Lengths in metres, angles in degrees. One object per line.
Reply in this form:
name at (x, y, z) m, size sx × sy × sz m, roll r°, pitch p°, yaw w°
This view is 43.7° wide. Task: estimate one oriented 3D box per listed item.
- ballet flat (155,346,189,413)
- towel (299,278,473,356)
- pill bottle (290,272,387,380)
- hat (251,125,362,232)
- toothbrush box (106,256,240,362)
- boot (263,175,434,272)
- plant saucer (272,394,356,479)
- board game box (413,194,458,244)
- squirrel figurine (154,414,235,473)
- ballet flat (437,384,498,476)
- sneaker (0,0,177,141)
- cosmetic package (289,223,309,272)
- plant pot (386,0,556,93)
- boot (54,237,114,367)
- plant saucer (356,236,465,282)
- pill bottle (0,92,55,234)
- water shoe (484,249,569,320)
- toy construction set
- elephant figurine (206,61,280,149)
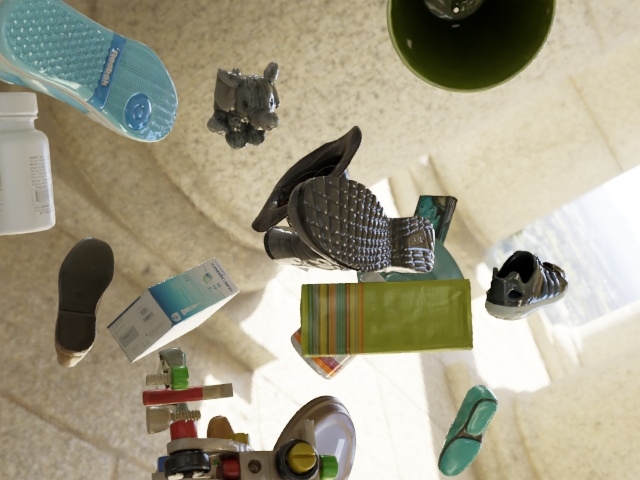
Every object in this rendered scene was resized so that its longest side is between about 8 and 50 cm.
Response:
ballet flat at (-0.328, 0.343, 1.752) m, size 0.068 × 0.072 × 0.213 m, roll -2°, pitch 85°, yaw -34°
towel at (0.090, 0.106, 1.095) m, size 0.021 × 0.237 × 0.102 m, roll 138°, pitch -50°, yaw -89°
pill bottle at (0.056, 0.162, 1.580) m, size 0.121 × 0.221 × 0.121 m, roll 46°, pitch 2°, yaw -2°
hat at (0.007, -0.100, 1.769) m, size 0.134 × 0.331 × 0.331 m, roll 46°, pitch 22°, yaw -16°
toothbrush box at (-0.397, 0.186, 2.185) m, size 0.126 × 0.216 × 0.295 m, roll 55°, pitch 34°, yaw 6°
boot at (0.000, 0.000, 1.159) m, size 0.338 × 0.223 × 0.118 m, roll 24°, pitch 68°, yaw -53°
plant saucer at (-0.010, 0.442, 1.567) m, size 0.278 × 0.041 × 0.277 m, roll -22°, pitch 119°, yaw -49°
board game box at (0.262, -0.021, 1.950) m, size 0.026 × 0.126 × 0.186 m, roll 22°, pitch 81°, yaw -30°
squirrel figurine at (-0.261, 0.556, 1.383) m, size 0.371 × 0.397 × 0.281 m, roll -21°, pitch 52°, yaw -40°
ballet flat at (0.335, 0.427, 1.818) m, size 0.083 × 0.247 × 0.087 m, roll 17°, pitch 27°, yaw -9°
sneaker at (-0.354, -0.240, 1.087) m, size 0.319 × 0.208 × 0.127 m, roll 35°, pitch 73°, yaw -54°
cosmetic package at (-0.016, -0.038, 2.096) m, size 0.099 × 0.239 × 0.060 m, roll 24°, pitch 19°, yaw -25°
plant pot at (0.251, -0.434, 1.431) m, size 0.274 × 0.275 × 0.293 m, roll 54°, pitch 16°, yaw -19°
boot at (-0.524, 0.131, 1.734) m, size 0.112 × 0.115 × 0.305 m, roll 15°, pitch 50°, yaw -17°
plant saucer at (0.189, 0.108, 1.760) m, size 0.044 × 0.318 × 0.317 m, roll -29°, pitch 90°, yaw -38°
pill bottle at (-0.521, -0.131, 1.338) m, size 0.131 × 0.131 × 0.229 m, roll -31°, pitch 121°, yaw -71°
water shoe at (0.304, 0.051, 1.137) m, size 0.203 × 0.073 × 0.080 m, roll -23°, pitch 121°, yaw -50°
toy construction set at (-0.115, 0.305, 1.122) m, size 0.308 × 0.237 × 0.257 m, roll -115°, pitch -151°, yaw -49°
elephant figurine at (-0.143, -0.303, 1.683) m, size 0.186 × 0.169 × 0.239 m, roll 40°, pitch -22°, yaw -2°
